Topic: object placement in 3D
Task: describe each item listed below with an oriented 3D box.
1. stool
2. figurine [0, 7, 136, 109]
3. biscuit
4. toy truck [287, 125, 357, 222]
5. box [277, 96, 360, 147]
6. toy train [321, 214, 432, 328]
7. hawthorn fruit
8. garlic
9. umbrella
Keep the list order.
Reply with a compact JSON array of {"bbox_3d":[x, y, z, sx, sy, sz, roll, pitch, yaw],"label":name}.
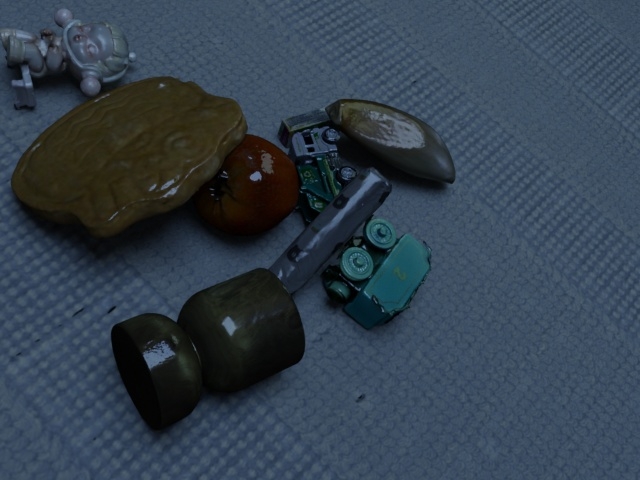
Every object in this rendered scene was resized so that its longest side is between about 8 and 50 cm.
[{"bbox_3d":[-0.179,0.169,1.300,0.264,0.179,0.179,-22,69,-29],"label":"stool"},{"bbox_3d":[-0.477,-0.350,1.558,0.256,0.144,0.182,-11,43,-22],"label":"figurine"},{"bbox_3d":[-0.345,-0.166,1.422,0.365,0.062,0.385,25,57,32],"label":"biscuit"},{"bbox_3d":[-0.002,-0.120,1.589,0.116,0.110,0.216,-8,61,-19],"label":"toy truck"},{"bbox_3d":[0.004,-0.254,1.709,0.207,0.050,0.041,-22,65,-29],"label":"box"},{"bbox_3d":[0.108,0.060,1.516,0.163,0.112,0.203,41,57,-1],"label":"toy train"},{"bbox_3d":[-0.123,-0.100,1.509,0.225,0.196,0.196,1,54,-53],"label":"hawthorn fruit"},{"bbox_3d":[0.155,-0.218,1.682,0.318,0.112,0.143,18,38,-17],"label":"garlic"},{"bbox_3d":[0.000,0.000,1.468,0.073,0.067,0.337,43,81,9],"label":"umbrella"}]
